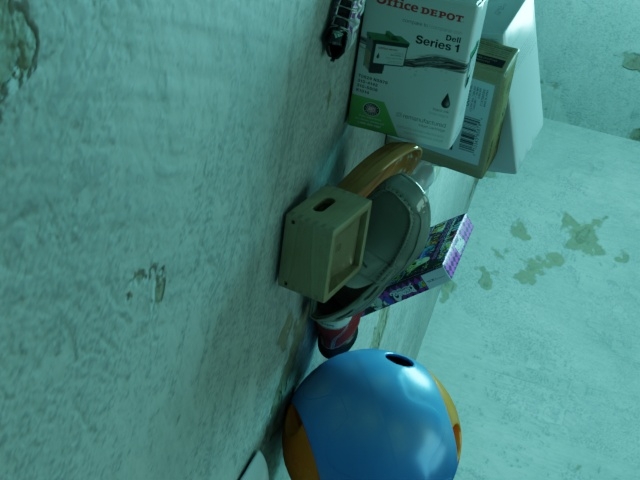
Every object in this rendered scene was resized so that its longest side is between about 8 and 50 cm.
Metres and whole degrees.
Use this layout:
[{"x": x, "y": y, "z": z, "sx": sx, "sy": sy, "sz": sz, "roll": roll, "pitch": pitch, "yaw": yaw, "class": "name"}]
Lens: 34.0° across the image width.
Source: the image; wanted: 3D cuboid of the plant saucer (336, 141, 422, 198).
[{"x": 0.066, "y": -0.074, "z": 1.529, "sx": 0.200, "sy": 0.037, "sz": 0.200, "roll": -41, "pitch": 167, "yaw": -11, "class": "plant saucer"}]

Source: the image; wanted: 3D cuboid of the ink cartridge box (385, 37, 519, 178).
[{"x": 0.223, "y": -0.243, "z": 1.814, "sx": 0.234, "sy": 0.193, "sz": 0.088, "roll": 94, "pitch": 22, "yaw": -44, "class": "ink cartridge box"}]

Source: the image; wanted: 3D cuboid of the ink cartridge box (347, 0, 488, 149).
[{"x": 0.136, "y": -0.260, "z": 1.481, "sx": 0.092, "sy": 0.160, "sz": 0.219, "roll": -57, "pitch": 158, "yaw": -55, "class": "ink cartridge box"}]

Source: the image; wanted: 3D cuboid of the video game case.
[{"x": 0.184, "y": 0.046, "z": 2.055, "sx": 0.042, "sy": 0.210, "sz": 0.232, "roll": 57, "pitch": 29, "yaw": -14, "class": "video game case"}]

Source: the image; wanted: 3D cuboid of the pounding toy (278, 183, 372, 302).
[{"x": 0.000, "y": 0.000, "z": 1.401, "sx": 0.141, "sy": 0.100, "sz": 0.130, "roll": -40, "pitch": 145, "yaw": -51, "class": "pounding toy"}]

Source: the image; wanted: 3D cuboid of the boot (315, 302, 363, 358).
[{"x": 0.060, "y": 0.075, "z": 1.760, "sx": 0.244, "sy": 0.088, "sz": 0.176, "roll": -59, "pitch": 163, "yaw": -26, "class": "boot"}]

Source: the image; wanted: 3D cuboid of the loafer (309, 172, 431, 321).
[{"x": 0.065, "y": 0.024, "z": 1.502, "sx": 0.111, "sy": 0.112, "sz": 0.319, "roll": -33, "pitch": 160, "yaw": -34, "class": "loafer"}]

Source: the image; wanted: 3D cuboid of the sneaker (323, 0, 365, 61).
[{"x": 0.026, "y": -0.261, "z": 1.267, "sx": 0.069, "sy": 0.038, "sz": 0.098, "roll": -63, "pitch": 163, "yaw": -46, "class": "sneaker"}]

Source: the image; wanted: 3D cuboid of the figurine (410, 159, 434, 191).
[{"x": 0.134, "y": -0.036, "z": 1.962, "sx": 0.209, "sy": 0.092, "sz": 0.215, "roll": -54, "pitch": 156, "yaw": -49, "class": "figurine"}]

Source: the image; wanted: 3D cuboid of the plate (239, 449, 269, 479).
[{"x": -0.134, "y": 0.488, "z": 1.498, "sx": 0.277, "sy": 0.045, "sz": 0.278, "roll": -57, "pitch": 160, "yaw": -56, "class": "plate"}]

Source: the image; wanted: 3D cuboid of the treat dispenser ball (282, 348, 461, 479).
[{"x": 0.082, "y": 0.318, "z": 1.675, "sx": 0.288, "sy": 0.288, "sz": 0.288, "roll": 16, "pitch": 90, "yaw": -78, "class": "treat dispenser ball"}]

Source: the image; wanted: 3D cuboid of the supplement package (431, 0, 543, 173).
[{"x": 0.293, "y": -0.294, "z": 1.922, "sx": 0.177, "sy": 0.175, "sz": 0.293, "roll": -55, "pitch": 142, "yaw": -42, "class": "supplement package"}]
